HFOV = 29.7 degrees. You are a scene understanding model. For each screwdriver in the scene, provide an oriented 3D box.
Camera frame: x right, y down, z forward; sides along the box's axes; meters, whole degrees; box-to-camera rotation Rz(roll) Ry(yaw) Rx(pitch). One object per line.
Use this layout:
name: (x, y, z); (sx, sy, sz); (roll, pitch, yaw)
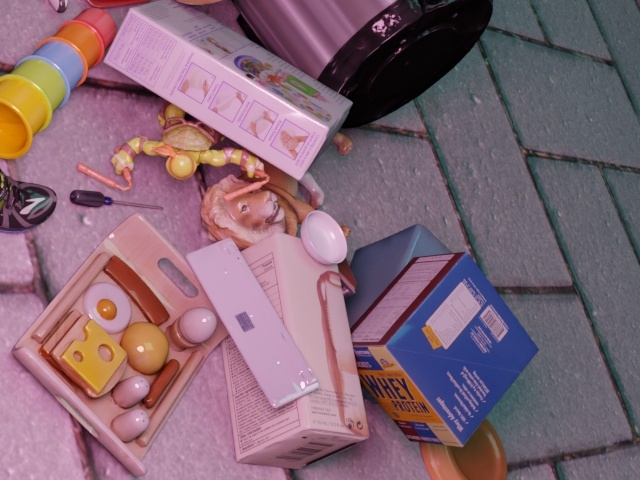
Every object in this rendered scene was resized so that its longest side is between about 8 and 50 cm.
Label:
screwdriver: (-0.286, -0.052, 1.707); (0.170, 0.025, 0.024); (11, 56, -55)

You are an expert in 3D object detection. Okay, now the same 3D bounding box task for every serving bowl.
serving bowl: (0.000, 0.000, 1.731); (0.083, 0.027, 0.083); (30, 44, -34)

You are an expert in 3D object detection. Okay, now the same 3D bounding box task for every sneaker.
sneaker: (-0.410, -0.381, 1.785); (0.044, 0.040, 0.109); (-23, 78, -37)
sneaker: (-0.408, -0.057, 1.514); (0.188, 0.078, 0.067); (10, 57, -46)

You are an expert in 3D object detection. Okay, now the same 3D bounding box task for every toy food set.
toy food set: (-0.238, 0.127, 1.564); (0.219, 0.092, 0.306); (48, 37, -14)

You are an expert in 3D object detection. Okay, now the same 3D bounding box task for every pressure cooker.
pressure cooker: (0.042, -0.448, 2.043); (0.375, 0.370, 0.420); (-32, 76, -13)

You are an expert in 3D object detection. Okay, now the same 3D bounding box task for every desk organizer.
desk organizer: (-0.001, 0.077, 1.839); (0.047, 0.130, 0.050); (47, 36, -14)

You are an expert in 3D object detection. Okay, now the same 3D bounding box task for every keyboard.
keyboard: (-0.093, 0.106, 1.626); (0.072, 0.014, 0.256); (-25, 65, -17)

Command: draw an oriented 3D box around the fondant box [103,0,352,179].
fondant box: (-0.128, -0.234, 1.796); (0.330, 0.096, 0.238); (30, 18, 1)

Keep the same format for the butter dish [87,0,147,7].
butter dish: (-0.315, -0.456, 1.872); (0.160, 0.118, 0.160); (-25, 85, -52)

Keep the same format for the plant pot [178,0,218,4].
plant pot: (-0.152, -0.463, 1.844); (0.032, 0.236, 0.236); (51, 30, -51)

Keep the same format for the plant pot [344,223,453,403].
plant pot: (0.122, 0.131, 1.920); (0.166, 0.165, 0.234); (41, 52, -21)

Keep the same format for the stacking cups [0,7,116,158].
stacking cups: (-0.371, -0.237, 1.670); (0.096, 0.096, 0.316); (45, 39, -17)

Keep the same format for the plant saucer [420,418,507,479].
plant saucer: (0.245, 0.353, 2.000); (0.200, 0.037, 0.200); (29, 45, -33)

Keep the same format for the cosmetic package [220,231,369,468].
cosmetic package: (-0.046, 0.158, 1.715); (0.129, 0.153, 0.296); (16, 55, -43)

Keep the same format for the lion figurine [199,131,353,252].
lion figurine: (-0.074, -0.095, 1.902); (0.240, 0.142, 0.392); (29, 31, -22)

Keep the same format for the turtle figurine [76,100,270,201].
turtle figurine: (-0.205, -0.142, 1.748); (0.270, 0.087, 0.217); (2, 28, -1)

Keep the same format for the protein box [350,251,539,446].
protein box: (0.172, 0.159, 1.772); (0.201, 0.136, 0.200); (-46, 108, -25)
